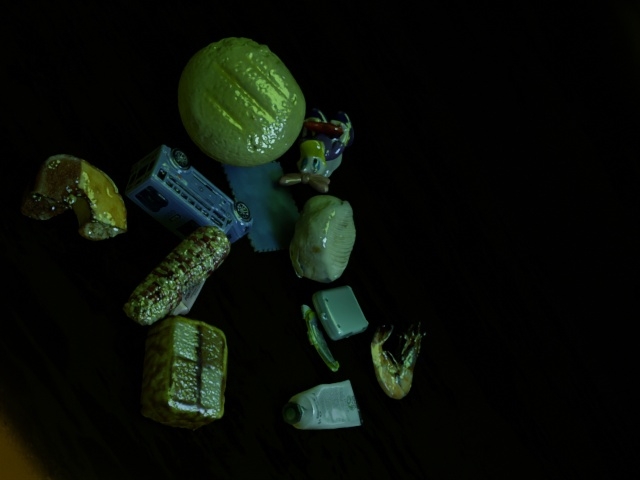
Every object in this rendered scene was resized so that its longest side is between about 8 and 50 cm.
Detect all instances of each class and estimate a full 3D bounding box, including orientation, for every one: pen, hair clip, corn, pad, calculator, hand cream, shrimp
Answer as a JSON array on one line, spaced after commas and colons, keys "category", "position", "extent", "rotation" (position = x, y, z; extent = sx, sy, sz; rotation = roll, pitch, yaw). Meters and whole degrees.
[{"category": "pen", "position": [-0.293, 0.112, 1.752], "extent": [0.053, 0.032, 0.197], "rotation": [51, 32, -20]}, {"category": "hair clip", "position": [-0.002, 0.253, 2.069], "extent": [0.060, 0.033, 0.188], "rotation": [1, 60, -57]}, {"category": "corn", "position": [-0.297, 0.076, 1.667], "extent": [0.098, 0.098, 0.290], "rotation": [53, 50, -16]}, {"category": "pad", "position": [-0.143, -0.097, 2.150], "extent": [0.269, 0.012, 0.269], "rotation": [-4, 70, -56]}, {"category": "calculator", "position": [0.055, 0.192, 2.158], "extent": [0.141, 0.045, 0.246], "rotation": [64, 22, 9]}, {"category": "hand cream", "position": [0.015, 0.408, 1.962], "extent": [0.336, 0.076, 0.121], "rotation": [11, 63, -60]}, {"category": "shrimp", "position": [0.209, 0.317, 2.310], "extent": [0.178, 0.075, 0.289], "rotation": [44, 49, -24]}]

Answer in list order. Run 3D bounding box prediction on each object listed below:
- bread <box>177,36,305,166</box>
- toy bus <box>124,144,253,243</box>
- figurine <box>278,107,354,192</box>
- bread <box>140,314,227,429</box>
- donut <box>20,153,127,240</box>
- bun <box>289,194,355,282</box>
[{"category": "bread", "position": [-0.196, -0.335, 1.976], "extent": [0.320, 0.320, 0.237], "rotation": [58, 1, -7]}, {"category": "toy bus", "position": [-0.291, -0.073, 1.806], "extent": [0.292, 0.125, 0.133], "rotation": [42, 38, -29]}, {"category": "figurine", "position": [-0.004, -0.259, 2.349], "extent": [0.421, 0.154, 0.193], "rotation": [-56, 153, -67]}, {"category": "bread", "position": [-0.269, 0.267, 1.613], "extent": [0.181, 0.096, 0.222], "rotation": [30, 44, -38]}, {"category": "donut", "position": [-0.485, -0.082, 1.567], "extent": [0.217, 0.085, 0.141], "rotation": [30, 43, -43]}, {"category": "bun", "position": [0.000, 0.000, 2.139], "extent": [0.239, 0.141, 0.239], "rotation": [-32, 127, -55]}]
